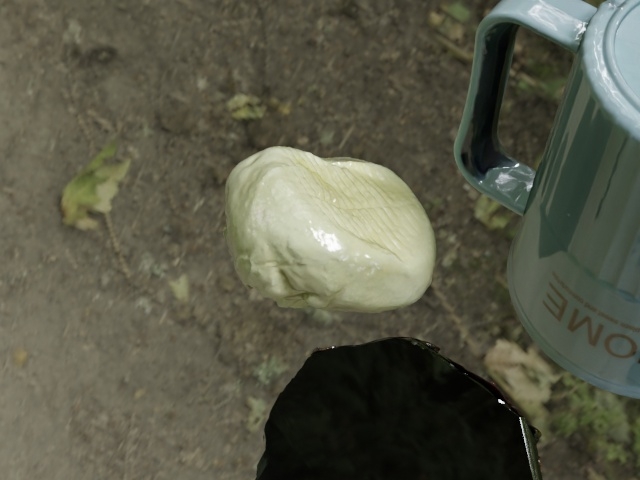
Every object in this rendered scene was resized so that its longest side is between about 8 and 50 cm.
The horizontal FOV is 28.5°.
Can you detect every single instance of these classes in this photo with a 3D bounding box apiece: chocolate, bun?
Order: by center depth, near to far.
[{"bbox_3d":[0.081,0.168,0.902,0.177,0.224,0.206,3,74,-60],"label":"chocolate"},{"bbox_3d":[0.000,0.000,1.245,0.229,0.145,0.229,28,28,-16],"label":"bun"}]

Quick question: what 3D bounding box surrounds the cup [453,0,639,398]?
[{"bbox_3d":[0.307,-0.073,1.145,0.257,0.311,0.331,-17,55,-17],"label":"cup"}]
